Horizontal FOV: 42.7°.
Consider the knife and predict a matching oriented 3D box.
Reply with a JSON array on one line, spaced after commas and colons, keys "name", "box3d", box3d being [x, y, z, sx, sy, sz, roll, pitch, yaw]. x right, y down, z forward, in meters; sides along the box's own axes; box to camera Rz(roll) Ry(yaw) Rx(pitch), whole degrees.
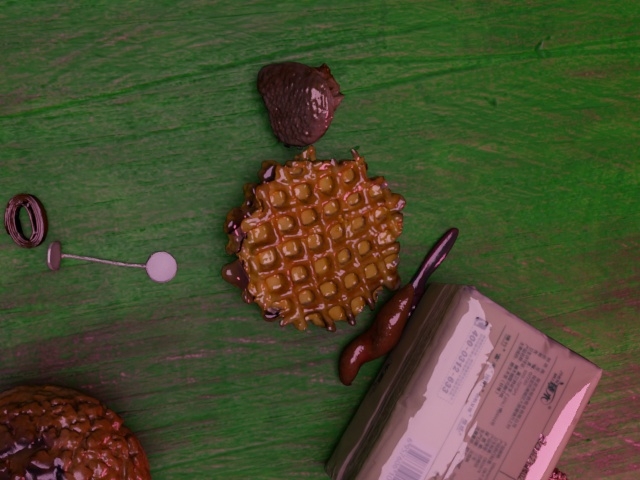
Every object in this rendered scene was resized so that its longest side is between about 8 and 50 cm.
[{"name": "knife", "box3d": [0.164, 0.082, 1.389, 0.035, 0.018, 0.247, 35, 87, -14]}]

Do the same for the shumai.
[{"name": "shumai", "box3d": [-0.021, -0.222, 1.301, 0.116, 0.145, 0.146, -29, 100, -53]}]

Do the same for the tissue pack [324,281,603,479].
[{"name": "tissue pack", "box3d": [0.229, 0.293, 1.310, 0.297, 0.207, 0.381, 33, 84, -9]}]

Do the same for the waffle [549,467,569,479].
[{"name": "waffle", "box3d": [0.408, 0.443, 1.443, 0.083, 0.029, 0.075, -24, 99, -14]}]

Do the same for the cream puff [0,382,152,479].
[{"name": "cream puff", "box3d": [-0.401, 0.382, 1.167, 0.327, 0.231, 0.343, 24, 87, -15]}]

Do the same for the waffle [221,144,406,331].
[{"name": "waffle", "box3d": [-0.010, -0.003, 1.305, 0.329, 0.062, 0.330, -4, 100, -20]}]

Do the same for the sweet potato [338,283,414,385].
[{"name": "sweet potato", "box3d": [0.096, 0.158, 1.345, 0.202, 0.058, 0.055, -51, 136, 4]}]

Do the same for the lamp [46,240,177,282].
[{"name": "lamp", "box3d": [-0.320, 0.034, 1.266, 0.198, 0.056, 0.050, 7, 87, -16]}]

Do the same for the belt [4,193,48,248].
[{"name": "belt", "box3d": [-0.448, -0.029, 1.243, 0.059, 0.036, 0.083, -11, 93, -5]}]
